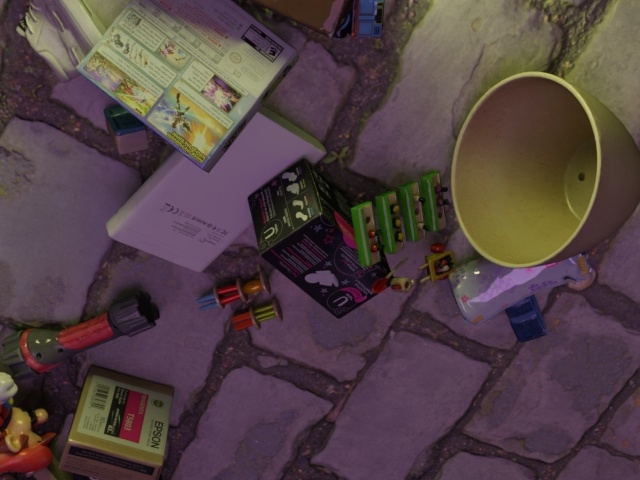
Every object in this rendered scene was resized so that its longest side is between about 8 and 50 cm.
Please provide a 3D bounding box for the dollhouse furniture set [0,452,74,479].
[{"bbox_3d":[-0.671,0.571,1.951,0.242,0.212,0.161,-30,119,-7],"label":"dollhouse furniture set"}]

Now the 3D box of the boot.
[{"bbox_3d":[-0.453,-0.380,1.471,0.123,0.095,0.258,-28,119,5],"label":"boot"}]

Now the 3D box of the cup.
[{"bbox_3d":[0.427,-0.111,1.573,0.237,0.331,0.331,4,124,-36],"label":"cup"}]

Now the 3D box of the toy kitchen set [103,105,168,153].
[{"bbox_3d":[-0.273,-0.266,1.558,0.207,0.122,0.166,-15,121,-18],"label":"toy kitchen set"}]

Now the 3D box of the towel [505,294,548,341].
[{"bbox_3d":[0.425,0.158,1.862,0.067,0.029,0.119,-21,119,10],"label":"towel"}]

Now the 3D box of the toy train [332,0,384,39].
[{"bbox_3d":[0.055,-0.424,1.485,0.105,0.080,0.184,-3,117,-10],"label":"toy train"}]

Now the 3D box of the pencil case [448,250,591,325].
[{"bbox_3d":[0.388,0.065,1.758,0.273,0.113,0.124,-24,96,12],"label":"pencil case"}]

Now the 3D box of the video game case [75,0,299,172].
[{"bbox_3d":[-0.214,-0.286,1.456,0.269,0.061,0.244,38,89,5],"label":"video game case"}]

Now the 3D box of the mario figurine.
[{"bbox_3d":[-0.643,0.328,1.835,0.170,0.198,0.320,-29,104,10],"label":"mario figurine"}]

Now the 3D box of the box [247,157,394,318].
[{"bbox_3d":[0.000,0.000,1.647,0.142,0.163,0.247,-33,132,16],"label":"box"}]

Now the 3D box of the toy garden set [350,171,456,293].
[{"bbox_3d":[0.167,0.004,1.633,0.049,0.244,0.204,6,112,43],"label":"toy garden set"}]

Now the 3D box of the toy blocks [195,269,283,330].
[{"bbox_3d":[-0.164,0.134,1.807,0.148,0.054,0.123,-18,119,8],"label":"toy blocks"}]

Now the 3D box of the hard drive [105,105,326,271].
[{"bbox_3d":[-0.188,-0.096,1.628,0.353,0.047,0.233,-42,139,20],"label":"hard drive"}]

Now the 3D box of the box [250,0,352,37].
[{"bbox_3d":[-0.107,-0.481,1.360,0.381,0.143,0.191,26,117,2],"label":"box"}]

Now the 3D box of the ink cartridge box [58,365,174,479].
[{"bbox_3d":[-0.411,0.381,1.835,0.193,0.235,0.088,17,119,-13],"label":"ink cartridge box"}]

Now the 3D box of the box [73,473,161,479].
[{"bbox_3d":[-0.441,0.533,1.973,0.165,0.143,0.270,-1,121,-4],"label":"box"}]

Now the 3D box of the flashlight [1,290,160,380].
[{"bbox_3d":[-0.484,0.186,1.797,0.304,0.103,0.103,-22,111,11],"label":"flashlight"}]
